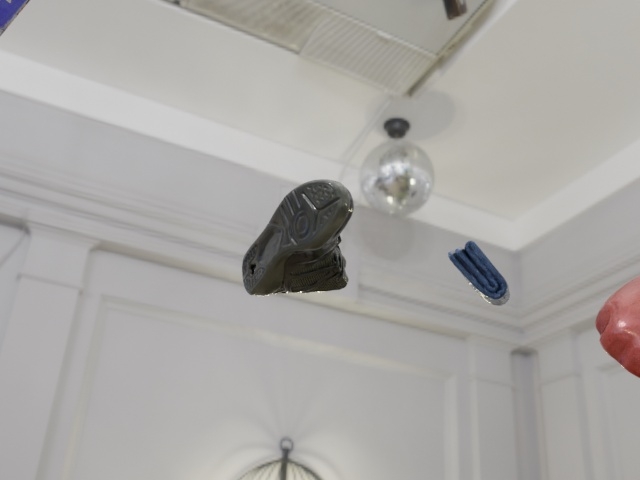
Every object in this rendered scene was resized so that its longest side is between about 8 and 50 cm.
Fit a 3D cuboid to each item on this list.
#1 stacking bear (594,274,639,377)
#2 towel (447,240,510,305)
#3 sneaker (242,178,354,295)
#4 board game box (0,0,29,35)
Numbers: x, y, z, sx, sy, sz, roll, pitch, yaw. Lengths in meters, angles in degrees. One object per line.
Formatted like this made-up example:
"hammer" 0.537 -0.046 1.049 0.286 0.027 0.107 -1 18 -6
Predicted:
"stacking bear" 0.276 -0.039 0.337 0.164 0.175 0.289 -23 -44 -30
"towel" 0.161 0.036 0.726 0.029 0.067 0.119 -39 -16 6
"sneaker" 0.000 0.000 0.930 0.130 0.087 0.227 2 -35 -32
"board game box" -0.408 -0.249 0.595 0.291 0.232 0.141 41 -10 -32
